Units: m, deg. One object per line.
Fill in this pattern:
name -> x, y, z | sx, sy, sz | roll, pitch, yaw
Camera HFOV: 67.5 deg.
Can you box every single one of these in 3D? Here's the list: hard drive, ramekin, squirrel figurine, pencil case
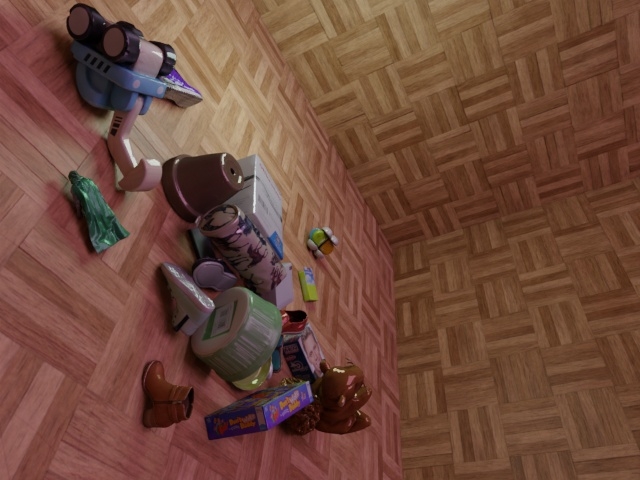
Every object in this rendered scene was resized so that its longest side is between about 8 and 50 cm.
hard drive -> -0.449, 0.016, 1.816 | 0.094, 0.022, 0.135 | -22, 94, -69
ramekin -> -0.292, 0.304, 1.618 | 0.148, 0.303, 0.304 | 47, 32, -34
squirrel figurine -> 0.016, 0.638, 1.927 | 0.370, 0.396, 0.281 | 97, -26, -59
pencil case -> -0.292, 0.036, 1.792 | 0.160, 0.183, 0.410 | -97, 162, -45

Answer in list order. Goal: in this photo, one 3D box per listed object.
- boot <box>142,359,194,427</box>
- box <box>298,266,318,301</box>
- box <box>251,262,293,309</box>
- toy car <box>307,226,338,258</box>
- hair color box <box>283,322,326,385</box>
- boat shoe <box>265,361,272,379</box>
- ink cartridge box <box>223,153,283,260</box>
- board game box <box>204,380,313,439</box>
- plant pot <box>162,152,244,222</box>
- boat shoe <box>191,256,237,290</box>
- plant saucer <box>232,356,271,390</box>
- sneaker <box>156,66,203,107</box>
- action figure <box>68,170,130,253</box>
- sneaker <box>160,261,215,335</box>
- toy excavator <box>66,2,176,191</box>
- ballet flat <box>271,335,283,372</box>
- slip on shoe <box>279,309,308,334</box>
boot -> -0.428, 0.429, 1.369 | 0.073, 0.152, 0.197 | 35, 42, -57
box -> -0.065, 0.235, 2.546 | 0.109, 0.042, 0.178 | 19, 56, -65
box -> -0.208, 0.197, 2.072 | 0.181, 0.118, 0.182 | -22, 110, -68
toy car -> 0.000, 0.000, 2.785 | 0.182, 0.159, 0.136 | 53, -6, -39
hair color box -> -0.053, 0.581, 2.224 | 0.348, 0.105, 0.174 | 67, 22, -11
boat shoe -> -0.241, 0.466, 1.920 | 0.063, 0.066, 0.184 | 14, 61, -53
ink cartridge box -> -0.284, -0.127, 2.025 | 0.395, 0.166, 0.286 | -95, 164, -45
board game box -> -0.203, 0.589, 1.682 | 0.347, 0.233, 0.078 | 6, 68, -67
plant pot -> -0.419, -0.224, 1.799 | 0.263, 0.229, 0.263 | 51, 29, -42
boat shoe -> -0.395, 0.110, 1.720 | 0.091, 0.114, 0.302 | 51, -6, 18
plant saucer -> -0.281, 0.441, 1.810 | 0.240, 0.037, 0.241 | 20, 64, -47
sneaker -> -0.579, -0.630, 1.897 | 0.293, 0.102, 0.146 | 0, 72, -67
action figure -> -0.648, -0.091, 1.364 | 0.137, 0.063, 0.232 | -56, 129, -61
sneaker -> -0.467, 0.191, 1.554 | 0.256, 0.151, 0.094 | 43, 13, 26
toy excavator -> -0.625, -0.433, 1.516 | 0.432, 0.445, 0.222 | 33, 18, 14
ballet flat -> -0.192, 0.470, 2.050 | 0.067, 0.073, 0.206 | 89, 2, -55
slip on shoe -> -0.181, 0.340, 2.008 | 0.331, 0.101, 0.123 | 6, 30, -47
